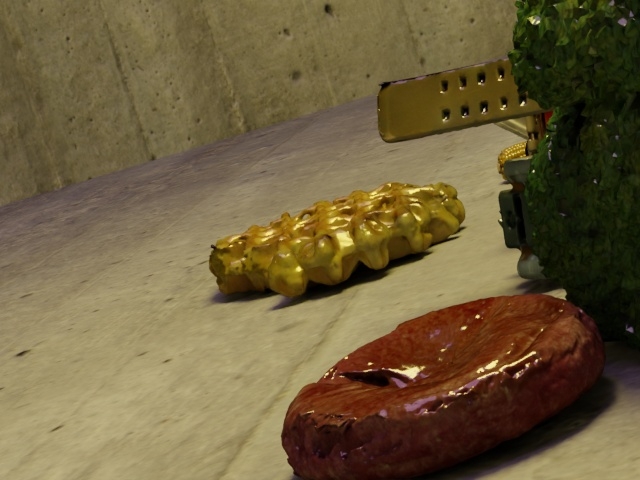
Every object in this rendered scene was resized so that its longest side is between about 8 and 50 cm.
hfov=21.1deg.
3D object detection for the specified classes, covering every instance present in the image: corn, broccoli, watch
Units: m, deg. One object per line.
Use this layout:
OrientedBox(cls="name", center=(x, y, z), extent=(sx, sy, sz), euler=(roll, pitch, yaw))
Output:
OrientedBox(cls="corn", center=(0.222, -0.086, 1.721), extent=(0.092, 0.037, 0.037), euler=(-13, 9, 8))
OrientedBox(cls="broccoli", center=(0.278, -0.110, 0.914), extent=(0.413, 0.310, 0.321), euler=(-53, 3, 0))
OrientedBox(cls="watch", center=(0.189, -0.101, 1.240), extent=(0.268, 0.102, 0.165), euler=(-9, -11, 17))

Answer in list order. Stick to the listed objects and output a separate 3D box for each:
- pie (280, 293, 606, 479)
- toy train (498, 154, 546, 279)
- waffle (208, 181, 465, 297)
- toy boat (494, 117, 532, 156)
OrientedBox(cls="pie", center=(0.066, 0.080, 0.928), extent=(0.182, 0.049, 0.182), euler=(-21, 11, 4))
OrientedBox(cls="toy train", center=(0.207, -0.024, 1.192), extent=(0.127, 0.089, 0.219), euler=(-11, 3, -28))
OrientedBox(cls="waffle", center=(0.000, 0.001, 1.555), extent=(0.253, 0.056, 0.249), euler=(-10, 11, 34))
OrientedBox(cls="toy boat", center=(0.232, -0.096, 1.452), extent=(0.141, 0.140, 0.269), euler=(-15, 2, 19))
